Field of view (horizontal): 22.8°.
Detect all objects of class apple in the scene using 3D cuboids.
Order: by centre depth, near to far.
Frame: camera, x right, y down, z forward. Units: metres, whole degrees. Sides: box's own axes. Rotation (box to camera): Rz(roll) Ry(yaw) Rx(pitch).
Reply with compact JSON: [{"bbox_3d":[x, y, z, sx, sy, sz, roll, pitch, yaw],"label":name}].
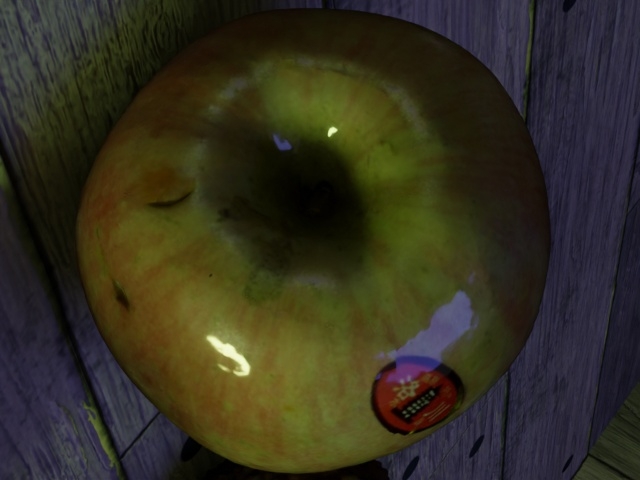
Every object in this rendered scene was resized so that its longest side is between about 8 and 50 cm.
[{"bbox_3d":[0.000,0.000,1.315,0.391,0.391,0.346,-54,171,-15],"label":"apple"}]

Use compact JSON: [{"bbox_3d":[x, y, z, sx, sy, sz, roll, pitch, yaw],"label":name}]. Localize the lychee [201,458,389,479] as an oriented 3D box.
[{"bbox_3d":[-0.039,0.352,1.801,0.304,0.275,0.276,-44,167,28],"label":"lychee"}]
